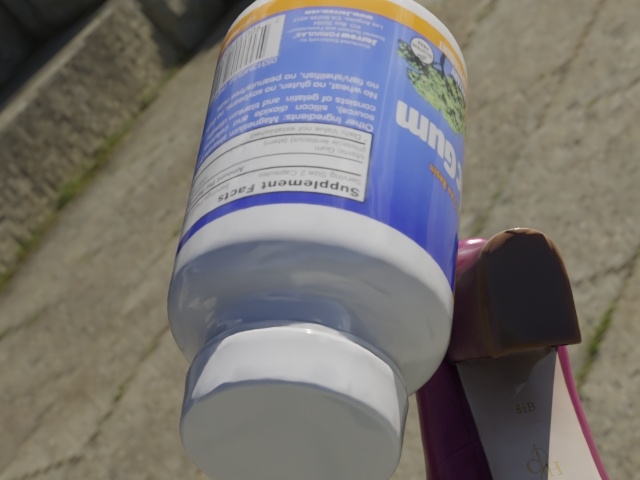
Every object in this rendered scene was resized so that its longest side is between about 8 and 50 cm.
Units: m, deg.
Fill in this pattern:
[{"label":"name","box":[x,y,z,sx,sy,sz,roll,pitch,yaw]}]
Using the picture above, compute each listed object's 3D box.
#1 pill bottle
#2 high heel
[{"label":"pill bottle","box":[0.000,0.000,0.911,0.152,0.152,0.272,-30,38,36]},{"label":"high heel","box":[0.124,0.183,1.055,0.181,0.127,0.377,135,135,-77]}]
